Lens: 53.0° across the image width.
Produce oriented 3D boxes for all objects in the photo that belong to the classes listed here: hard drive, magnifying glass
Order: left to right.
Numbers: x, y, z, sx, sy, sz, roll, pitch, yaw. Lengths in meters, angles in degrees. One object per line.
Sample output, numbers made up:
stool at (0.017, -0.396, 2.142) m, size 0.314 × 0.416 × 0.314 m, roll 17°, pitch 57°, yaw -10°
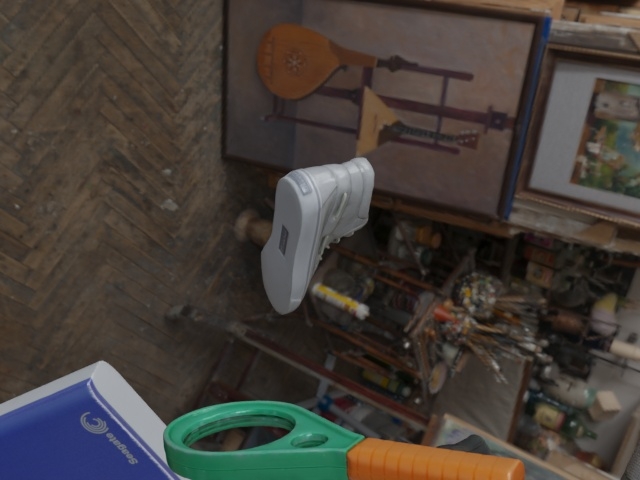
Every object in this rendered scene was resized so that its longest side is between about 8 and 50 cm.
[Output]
hard drive at (-0.281, 0.255, 0.649) m, size 0.210 × 0.319 × 0.040 m, roll 57°, pitch 21°, yaw -24°
magnifying glass at (0.001, 0.125, 0.380) m, size 0.092 × 0.231 × 0.026 m, roll -11°, pitch 99°, yaw -56°

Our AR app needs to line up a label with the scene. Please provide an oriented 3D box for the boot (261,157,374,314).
boot at (0.000, 0.000, 0.848) m, size 0.124 × 0.095 × 0.258 m, roll -18°, pitch 149°, yaw -26°

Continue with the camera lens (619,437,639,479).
camera lens at (0.447, 0.209, 0.632) m, size 0.219 × 0.219 × 0.274 m, roll 29°, pitch 86°, yaw -55°

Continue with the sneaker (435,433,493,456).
sneaker at (0.154, 0.337, 0.723) m, size 0.118 × 0.083 × 0.221 m, roll -1°, pitch 98°, yaw -47°
